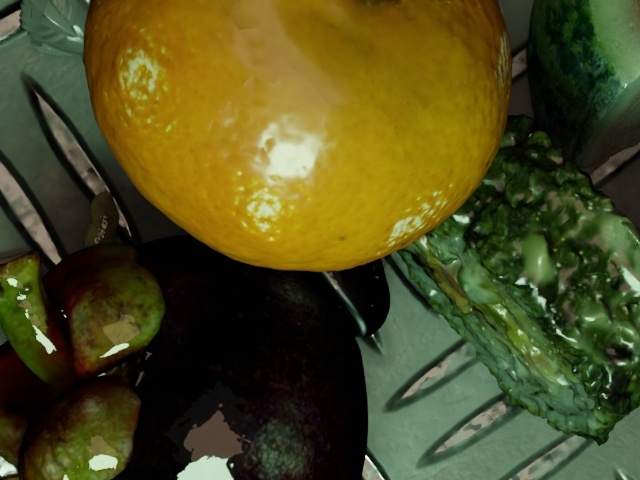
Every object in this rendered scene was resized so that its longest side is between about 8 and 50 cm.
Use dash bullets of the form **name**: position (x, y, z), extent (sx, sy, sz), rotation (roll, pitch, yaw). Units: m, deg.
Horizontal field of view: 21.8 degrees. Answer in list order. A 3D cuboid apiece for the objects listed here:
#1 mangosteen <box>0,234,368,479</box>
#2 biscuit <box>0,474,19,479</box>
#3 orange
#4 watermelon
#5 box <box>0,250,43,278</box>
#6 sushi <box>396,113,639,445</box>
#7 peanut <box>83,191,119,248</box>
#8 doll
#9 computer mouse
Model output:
- **mangosteen**: position (-0.149, 0.159, 1.641), extent (0.382, 0.435, 0.382), rotation (-14, 58, 23)
- **biscuit**: position (-0.272, 0.351, 1.805), extent (0.192, 0.036, 0.186), rotation (6, 88, -8)
- **orange**: position (-0.010, -0.178, 1.597), extent (0.424, 0.326, 0.424), rotation (14, 56, -22)
- **watermelon**: position (0.352, -0.230, 1.898), extent (0.232, 0.193, 0.310), rotation (9, 72, 10)
- **box**: position (-0.360, 0.047, 1.808), extent (0.115, 0.025, 0.048), rotation (-15, 92, -10)
- **sushi**: position (0.239, 0.042, 1.777), extent (0.178, 0.294, 0.352), rotation (-42, 93, -13)
- **peanut**: position (-0.240, -0.013, 1.827), extent (0.037, 0.037, 0.083), rotation (10, 81, -9)
- **doll**: position (-0.263, -0.230, 1.817), extent (0.180, 0.079, 0.094), rotation (36, 106, -19)
- **computer mouse**: position (0.000, 0.000, 1.814), extent (0.096, 0.137, 0.233), rotation (-17, 92, -15)
